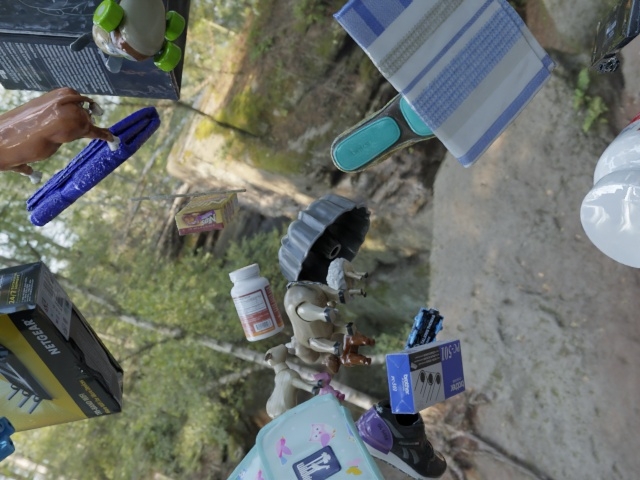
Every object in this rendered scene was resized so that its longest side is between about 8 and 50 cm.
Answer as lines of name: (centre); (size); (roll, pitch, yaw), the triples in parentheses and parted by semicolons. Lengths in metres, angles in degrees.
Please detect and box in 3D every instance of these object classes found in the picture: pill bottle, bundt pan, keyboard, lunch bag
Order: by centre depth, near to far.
lunch bag: (-0.018, 0.379, 0.942); (0.262, 0.160, 0.223); (-53, 37, 15)
keyboard: (0.428, -0.291, 0.960); (0.180, 0.023, 0.108); (0, -79, -82)
pill bottle: (0.643, -0.137, 1.186); (0.408, 0.229, 0.229); (-41, -9, -29)
bundt pan: (0.000, 0.000, 1.971); (0.331, 0.124, 0.330); (-40, -28, -26)
pill bottle: (-0.200, 0.187, 2.017); (0.121, 0.121, 0.216); (-153, 44, -86)

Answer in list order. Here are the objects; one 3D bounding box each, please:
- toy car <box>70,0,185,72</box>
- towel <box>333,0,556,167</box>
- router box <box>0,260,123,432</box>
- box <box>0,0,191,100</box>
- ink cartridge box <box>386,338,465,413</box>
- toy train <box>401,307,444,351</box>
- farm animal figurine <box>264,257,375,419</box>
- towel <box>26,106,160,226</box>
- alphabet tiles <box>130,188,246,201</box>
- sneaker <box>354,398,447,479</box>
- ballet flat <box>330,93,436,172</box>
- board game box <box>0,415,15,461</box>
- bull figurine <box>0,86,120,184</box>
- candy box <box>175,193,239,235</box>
toy car: (-0.371, -0.371, 1.219); (0.189, 0.155, 0.148); (-21, 55, 35)
towel: (0.177, -0.263, 0.896); (0.209, 0.285, 0.034); (-49, 18, -9)
router box: (-0.451, 0.169, 0.942); (0.308, 0.243, 0.081); (78, -179, -51)
box: (-0.594, -0.649, 1.708); (0.297, 0.472, 0.479); (97, 176, -73)
ink cartridge box: (0.188, 0.232, 1.153); (0.207, 0.046, 0.097); (0, -97, -55)
toy train: (0.269, 0.264, 1.762); (0.105, 0.080, 0.184); (49, -117, -83)
farm animal figurine: (-0.024, 0.230, 1.489); (0.330, 0.172, 0.326); (-30, -58, -55)
towel: (-0.500, -0.173, 1.453); (0.308, 0.076, 0.227); (-33, 22, 21)
alphabet tiles: (-0.278, -0.098, 1.422); (0.198, 0.238, 0.009); (-140, 45, -82)
sneaker: (0.207, 0.448, 1.485); (0.124, 0.283, 0.107); (-51, 31, 13)
ballet flat: (0.181, -0.253, 1.396); (0.349, 0.123, 0.123); (-27, 20, 20)
board game box: (-0.418, 0.205, 0.643); (0.050, 0.389, 0.390); (-32, 36, -10)
bull figurine: (-0.512, -0.176, 1.150); (0.188, 0.311, 0.101); (19, -123, -71)
candy box: (-0.265, -0.068, 1.579); (0.186, 0.109, 0.053); (-79, -20, -72)
